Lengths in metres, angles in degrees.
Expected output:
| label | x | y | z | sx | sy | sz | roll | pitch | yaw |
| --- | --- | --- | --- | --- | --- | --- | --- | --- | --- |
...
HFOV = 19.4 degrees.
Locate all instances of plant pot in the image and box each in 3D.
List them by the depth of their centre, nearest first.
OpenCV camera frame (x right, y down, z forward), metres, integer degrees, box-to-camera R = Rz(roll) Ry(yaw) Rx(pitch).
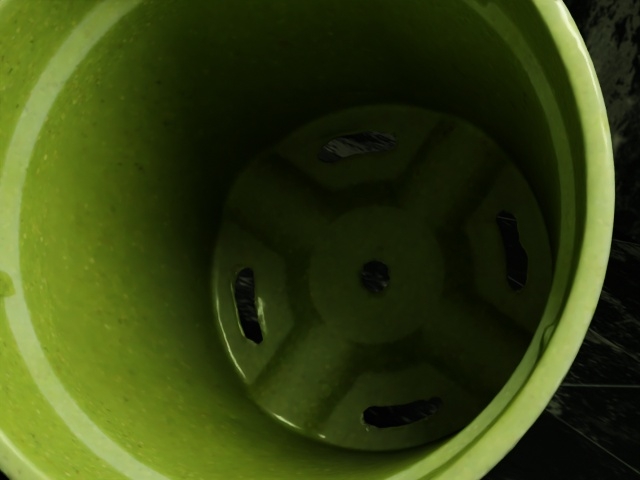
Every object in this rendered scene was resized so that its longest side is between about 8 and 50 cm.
| label | x | y | z | sx | sy | sz | roll | pitch | yaw |
| --- | --- | --- | --- | --- | --- | --- | --- | --- | --- |
| plant pot | 0.000 | 0.000 | 0.814 | 0.276 | 0.276 | 0.254 | 31 | 1 | 16 |
